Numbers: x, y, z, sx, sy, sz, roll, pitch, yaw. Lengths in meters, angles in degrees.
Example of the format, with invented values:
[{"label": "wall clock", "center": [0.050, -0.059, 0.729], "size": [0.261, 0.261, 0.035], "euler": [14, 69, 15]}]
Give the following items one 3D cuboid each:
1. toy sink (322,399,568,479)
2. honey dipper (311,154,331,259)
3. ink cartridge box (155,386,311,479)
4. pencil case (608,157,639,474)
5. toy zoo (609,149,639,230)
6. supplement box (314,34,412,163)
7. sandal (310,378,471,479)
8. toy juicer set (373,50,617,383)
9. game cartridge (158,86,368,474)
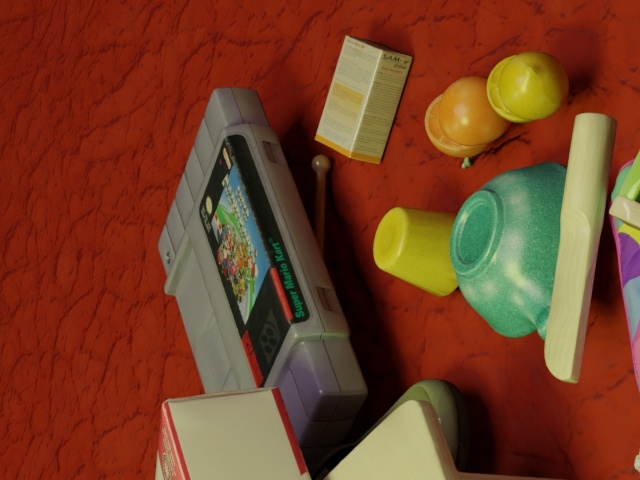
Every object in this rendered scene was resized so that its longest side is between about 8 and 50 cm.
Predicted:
[{"label": "toy sink", "center": [0.109, 0.251, 1.312], "size": [0.153, 0.131, 0.234], "euler": [-48, 47, 37]}, {"label": "honey dipper", "center": [0.000, 0.000, 1.628], "size": [0.030, 0.030, 0.161], "euler": [-21, 60, 51]}, {"label": "ink cartridge box", "center": [-0.067, 0.259, 1.424], "size": [0.172, 0.100, 0.237], "euler": [-112, 22, -44]}, {"label": "pencil case", "center": [0.244, 0.059, 1.191], "size": [0.104, 0.104, 0.236], "euler": [-28, 56, 49]}, {"label": "toy zoo", "center": [0.320, -0.110, 1.110], "size": [0.192, 0.030, 0.293], "euler": [28, 91, 41]}, {"label": "supplement box", "center": [0.037, -0.123, 1.593], "size": [0.062, 0.036, 0.098], "euler": [32, 109, 54]}, {"label": "sandal", "center": [0.019, 0.219, 1.483], "size": [0.303, 0.086, 0.120], "euler": [-61, 38, 34]}, {"label": "toy juicer set", "center": [0.161, -0.030, 1.348], "size": [0.329, 0.089, 0.209], "euler": [31, 104, 65]}, {"label": "game cartridge", "center": [-0.063, 0.060, 1.631], "size": [0.230, 0.068, 0.355], "euler": [109, 149, -45]}]
